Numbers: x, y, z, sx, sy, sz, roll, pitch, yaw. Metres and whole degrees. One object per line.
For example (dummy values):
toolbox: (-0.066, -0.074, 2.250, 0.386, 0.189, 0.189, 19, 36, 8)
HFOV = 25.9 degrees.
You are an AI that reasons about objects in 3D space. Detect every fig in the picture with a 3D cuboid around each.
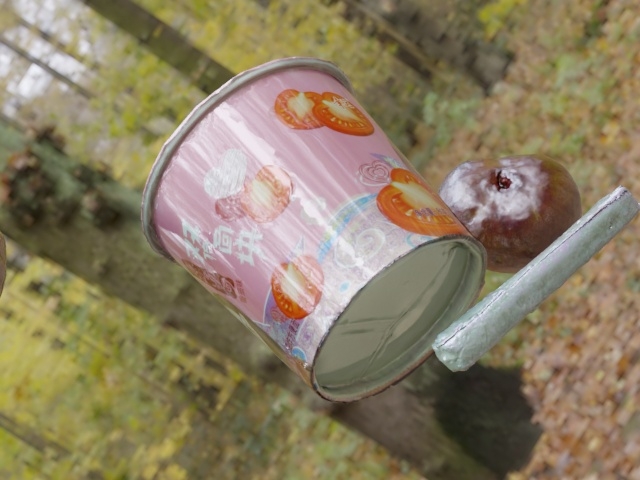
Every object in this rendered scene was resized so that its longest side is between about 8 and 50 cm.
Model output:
fig: (0.246, -0.018, 1.691, 0.274, 0.170, 0.146, 39, -132, -62)

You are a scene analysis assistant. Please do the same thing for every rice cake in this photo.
rice cake: (0.172, 0.028, 1.089, 0.207, 0.033, 0.033, -40, 11, -11)

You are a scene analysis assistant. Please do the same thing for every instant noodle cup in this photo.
instant noodle cup: (0.000, 0.000, 1.229, 0.243, 0.231, 0.243, -29, -34, -22)

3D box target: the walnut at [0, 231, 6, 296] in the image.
walnut: (-0.440, 0.014, 1.392, 0.248, 0.248, 0.248, -57, 2, 4)
